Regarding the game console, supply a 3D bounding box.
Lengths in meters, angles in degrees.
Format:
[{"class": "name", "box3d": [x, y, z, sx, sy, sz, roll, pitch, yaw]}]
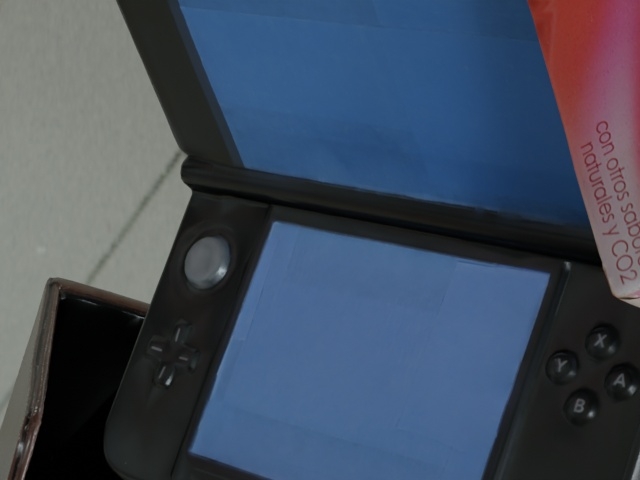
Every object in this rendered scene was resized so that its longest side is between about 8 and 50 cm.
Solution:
[{"class": "game console", "box3d": [0.000, 0.000, 0.731, 0.173, 0.293, 0.250, 32, 74, -49]}]

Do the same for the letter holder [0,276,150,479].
[{"class": "letter holder", "box3d": [-0.145, 0.212, 1.018, 0.152, 0.214, 0.302, 17, 109, -10]}]

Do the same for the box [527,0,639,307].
[{"class": "box", "box3d": [0.150, -0.122, 0.530, 0.142, 0.300, 0.154, -28, 148, 30]}]
